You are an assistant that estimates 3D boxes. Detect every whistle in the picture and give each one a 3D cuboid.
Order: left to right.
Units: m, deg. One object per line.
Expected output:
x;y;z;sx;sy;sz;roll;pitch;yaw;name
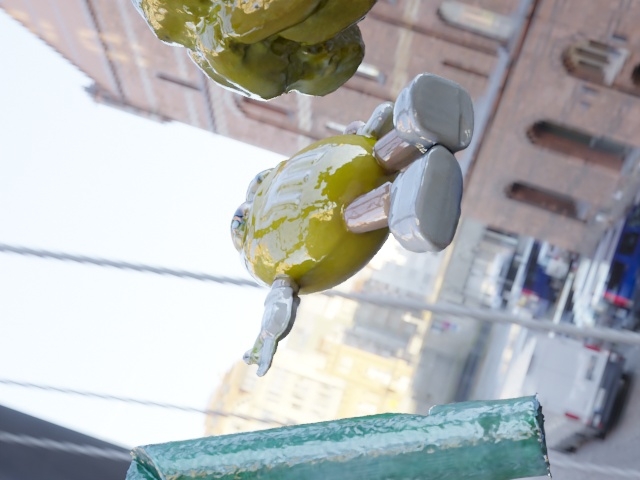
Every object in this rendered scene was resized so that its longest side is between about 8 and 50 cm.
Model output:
0.004;0.096;0.512;0.039;0.186;0.039;-10;-90;-79;whistle

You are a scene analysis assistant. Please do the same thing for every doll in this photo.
0.024;-0.026;1.391;0.423;0.161;0.348;-44;22;26;doll

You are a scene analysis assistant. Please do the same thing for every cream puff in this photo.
-0.035;-0.304;1.147;0.257;0.291;0.324;-37;-12;32;cream puff
